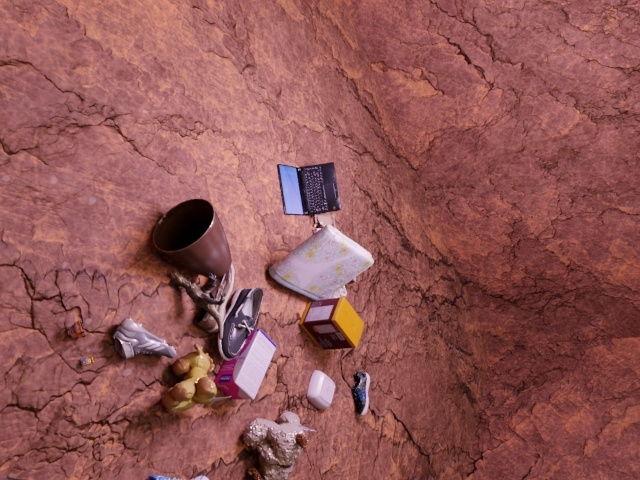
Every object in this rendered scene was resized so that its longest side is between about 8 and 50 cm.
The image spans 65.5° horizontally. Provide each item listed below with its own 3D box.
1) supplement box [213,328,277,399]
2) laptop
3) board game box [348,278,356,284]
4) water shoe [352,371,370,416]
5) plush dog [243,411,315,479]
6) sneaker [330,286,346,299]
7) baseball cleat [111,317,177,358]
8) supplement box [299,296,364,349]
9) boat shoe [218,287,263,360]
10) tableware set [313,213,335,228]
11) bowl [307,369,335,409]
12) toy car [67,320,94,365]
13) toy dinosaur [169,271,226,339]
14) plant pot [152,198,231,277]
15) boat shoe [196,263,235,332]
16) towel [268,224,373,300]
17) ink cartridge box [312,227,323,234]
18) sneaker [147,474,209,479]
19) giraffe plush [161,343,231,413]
[{"bbox_3d":[-0.261,0.433,1.745,0.114,0.111,0.220,53,40,-31],"label":"supplement box"},{"bbox_3d":[-0.047,-0.240,2.255,0.136,0.265,0.234,113,-32,-85],"label":"laptop"},{"bbox_3d":[0.116,0.112,2.441,0.141,0.048,0.170,38,41,-42],"label":"board game box"},{"bbox_3d":[0.181,0.724,2.357,0.080,0.073,0.203,19,61,-22],"label":"water shoe"},{"bbox_3d":[-0.143,0.764,1.770,0.263,0.211,0.225,11,97,-52],"label":"plush dog"},{"bbox_3d":[0.065,0.259,2.299,0.087,0.092,0.228,40,50,-45],"label":"sneaker"},{"bbox_3d":[-0.520,0.313,1.458,0.206,0.072,0.109,47,58,-31],"label":"baseball cleat"},{"bbox_3d":[0.049,0.361,2.148,0.191,0.194,0.129,55,40,-30],"label":"supplement box"},{"bbox_3d":[-0.274,0.280,1.747,0.302,0.091,0.114,-82,150,-43],"label":"boat shoe"},{"bbox_3d":[0.006,-0.143,2.384,0.128,0.039,0.194,16,57,-35],"label":"tableware set"},{"bbox_3d":[0.010,0.640,2.130,0.142,0.053,0.142,50,44,-34],"label":"bowl"},{"bbox_3d":[-0.631,0.273,1.307,0.041,0.060,0.121,-15,85,-25],"label":"toy car"},{"bbox_3d":[-0.366,0.183,1.610,0.268,0.118,0.064,50,20,0],"label":"toy dinosaur"},{"bbox_3d":[-0.390,0.018,1.634,0.230,0.216,0.215,61,35,-47],"label":"plant pot"},{"bbox_3d":[-0.362,0.178,1.699,0.095,0.095,0.257,30,55,-41],"label":"boat shoe"},{"bbox_3d":[0.013,0.102,2.080,0.374,0.321,0.090,32,23,-48],"label":"towel"},{"bbox_3d":[0.000,0.000,2.345,0.063,0.029,0.115,-9,88,-57],"label":"ink cartridge box"},{"bbox_3d":[-0.424,0.716,1.432,0.240,0.091,0.126,-16,93,-56],"label":"sneaker"},{"bbox_3d":[-0.390,0.417,1.538,0.210,0.181,0.170,10,50,-43],"label":"giraffe plush"}]
